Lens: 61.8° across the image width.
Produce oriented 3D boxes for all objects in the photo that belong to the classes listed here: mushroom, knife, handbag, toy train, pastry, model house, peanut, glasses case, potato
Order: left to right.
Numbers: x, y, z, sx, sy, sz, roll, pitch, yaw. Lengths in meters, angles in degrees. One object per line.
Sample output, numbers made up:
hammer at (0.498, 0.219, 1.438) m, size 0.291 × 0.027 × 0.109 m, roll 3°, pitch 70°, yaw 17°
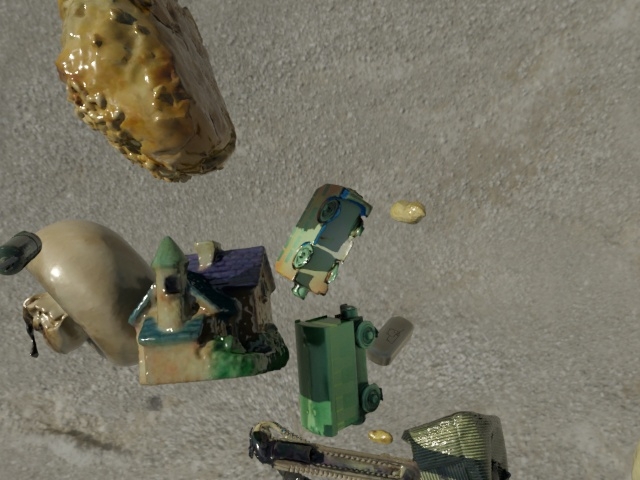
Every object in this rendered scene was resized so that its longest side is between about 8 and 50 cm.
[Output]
mushroom at (-0.508, 0.136, 1.159) m, size 0.362 × 0.362 × 0.294 m, roll 43°, pitch 63°, yaw 14°
pastry at (-0.234, -0.215, 0.701) m, size 0.161 × 0.255 × 0.311 m, roll -23°, pitch 68°, yaw 11°
model house at (-0.213, 0.129, 1.066) m, size 0.245 × 0.312 × 0.280 m, roll -7°, pitch 80°, yaw 10°
toy train at (0.000, 0.000, 0.836) m, size 0.072 × 0.099 × 0.188 m, roll 32°, pitch 86°, yaw -31°
knife at (0.031, 0.442, 1.087) m, size 0.365 × 0.043 × 0.089 m, roll 13°, pitch 63°, yaw -3°
toy train at (0.044, 0.311, 1.296) m, size 0.202 × 0.120 × 0.301 m, roll -6°, pitch 94°, yaw -42°
potato at (0.200, 0.650, 1.772) m, size 0.092 × 0.046 × 0.045 m, roll -6°, pitch 94°, yaw 32°
glasses case at (0.204, 0.290, 1.564) m, size 0.083 × 0.050 × 0.196 m, roll 27°, pitch 37°, yaw 21°
peanut at (0.128, -0.042, 0.778) m, size 0.037 × 0.083 × 0.037 m, roll -1°, pitch 94°, yaw -24°
handbag at (0.372, 0.600, 1.420) m, size 0.247 × 0.340 × 0.240 m, roll -24°, pitch 61°, yaw 23°

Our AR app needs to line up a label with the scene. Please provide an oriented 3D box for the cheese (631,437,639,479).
cheese at (0.501, 0.262, 0.566) m, size 0.318 × 0.115 × 0.326 m, roll -41°, pitch 88°, yaw 6°

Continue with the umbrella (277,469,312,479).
umbrella at (-0.055, 0.725, 1.521) m, size 0.118 × 0.118 × 0.340 m, roll -37°, pitch 40°, yaw -15°

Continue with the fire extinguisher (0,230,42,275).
fire extinguisher at (-0.254, 0.014, 0.439) m, size 0.038 × 0.083 × 0.025 m, roll -32°, pitch 108°, yaw -9°
